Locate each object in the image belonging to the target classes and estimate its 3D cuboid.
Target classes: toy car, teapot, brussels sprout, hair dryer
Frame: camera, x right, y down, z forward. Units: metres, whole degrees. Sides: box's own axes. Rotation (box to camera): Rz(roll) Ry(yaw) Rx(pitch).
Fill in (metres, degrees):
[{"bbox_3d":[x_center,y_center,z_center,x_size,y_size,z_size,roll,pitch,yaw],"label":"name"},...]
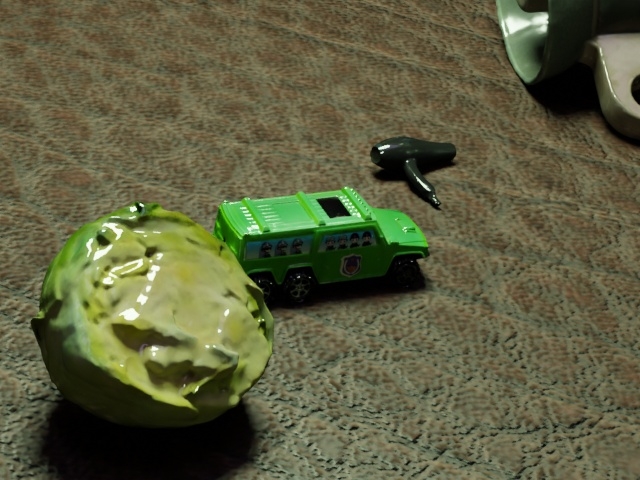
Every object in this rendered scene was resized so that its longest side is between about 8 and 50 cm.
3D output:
[{"bbox_3d":[0.000,0.000,1.419,0.165,0.062,0.071,-7,32,-19],"label":"toy car"},{"bbox_3d":[0.349,-0.234,1.734,0.344,0.253,0.300,-7,64,-6],"label":"teapot"},{"bbox_3d":[-0.116,0.062,1.249,0.149,0.122,0.151,-26,77,-33],"label":"brussels sprout"},{"bbox_3d":[0.089,-0.054,1.571,0.079,0.031,0.083,-3,44,-30],"label":"hair dryer"}]
